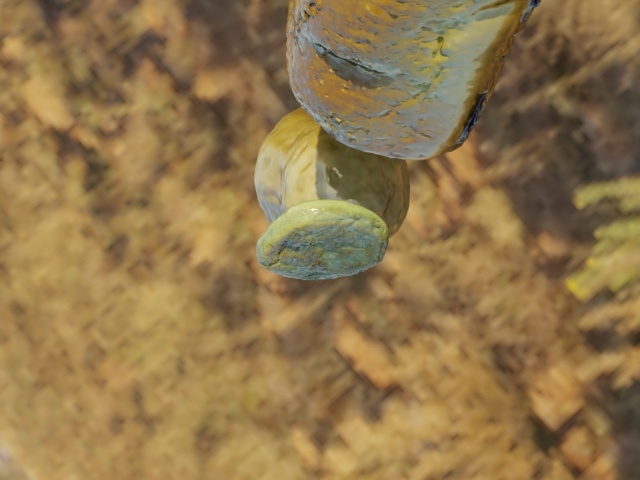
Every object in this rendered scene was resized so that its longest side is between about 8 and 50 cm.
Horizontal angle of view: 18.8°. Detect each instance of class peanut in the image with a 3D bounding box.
[{"bbox_3d":[0.009,-0.053,1.671,0.129,0.129,0.224,53,175,-11],"label":"peanut"}]

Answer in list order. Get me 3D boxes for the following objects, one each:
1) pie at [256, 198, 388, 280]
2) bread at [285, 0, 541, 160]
[{"bbox_3d":[0.001,0.001,1.184,0.084,0.084,0.021,75,-171,-57],"label":"pie"},{"bbox_3d":[0.065,-0.255,1.326,0.148,0.328,0.337,8,156,-8],"label":"bread"}]
